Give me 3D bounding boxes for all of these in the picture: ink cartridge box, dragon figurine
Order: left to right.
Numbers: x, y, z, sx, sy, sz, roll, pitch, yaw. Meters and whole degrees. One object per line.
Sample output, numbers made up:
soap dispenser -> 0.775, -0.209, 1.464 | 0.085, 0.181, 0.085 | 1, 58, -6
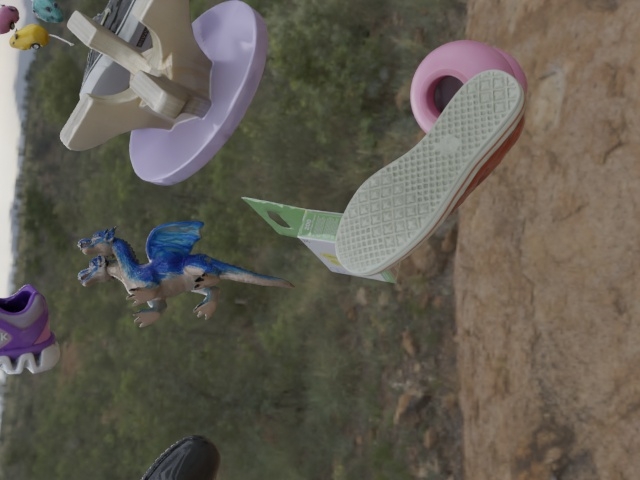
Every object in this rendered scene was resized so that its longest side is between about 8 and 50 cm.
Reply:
dragon figurine -> -0.188, 0.030, 1.052 | 0.085, 0.289, 0.144 | 84, 173, -46
ink cartridge box -> 0.000, 0.000, 1.266 | 0.171, 0.235, 0.056 | 48, -126, -61

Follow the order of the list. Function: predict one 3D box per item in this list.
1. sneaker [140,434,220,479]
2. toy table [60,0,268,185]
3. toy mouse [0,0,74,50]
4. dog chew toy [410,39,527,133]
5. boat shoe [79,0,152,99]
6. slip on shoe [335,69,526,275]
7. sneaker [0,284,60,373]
sneaker -> -0.201, 0.422, 1.028 | 0.146, 0.122, 0.330 | 7, 60, 43
toy table -> -0.208, -0.213, 1.020 | 0.252, 0.161, 0.274 | 29, 96, 37
toy mouse -> -0.475, -0.364, 1.260 | 0.031, 0.161, 0.143 | 85, 178, -56
dog chew toy -> 0.319, -0.302, 1.584 | 0.207, 0.332, 0.206 | 10, 109, 30
boat shoe -> -0.285, -0.288, 1.105 | 0.219, 0.070, 0.078 | -57, -13, 9
slip on shoe -> 0.152, -0.077, 1.046 | 0.331, 0.101, 0.123 | -48, 60, 6
sneaker -> -0.411, 0.098, 0.877 | 0.095, 0.236, 0.104 | 30, 116, 49
